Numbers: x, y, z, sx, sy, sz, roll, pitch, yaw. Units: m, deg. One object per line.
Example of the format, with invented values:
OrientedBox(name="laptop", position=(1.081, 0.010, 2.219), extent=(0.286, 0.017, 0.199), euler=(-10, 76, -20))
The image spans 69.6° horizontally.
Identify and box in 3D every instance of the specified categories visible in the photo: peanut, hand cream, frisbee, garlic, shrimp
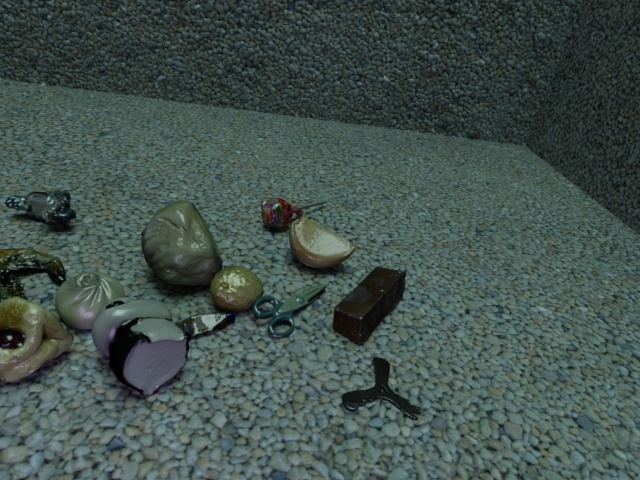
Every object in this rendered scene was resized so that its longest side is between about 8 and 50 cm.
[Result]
OrientedBox(name="peanut", position=(-0.249, 0.142, 1.359), extent=(0.140, 0.109, 0.159), euler=(39, 38, 26))
OrientedBox(name="hand cream", position=(-0.316, 0.230, 1.271), extent=(0.163, 0.039, 0.062), euler=(-12, 54, -29))
OrientedBox(name="frisbee", position=(0.168, 0.396, 1.174), extent=(0.187, 0.012, 0.211), euler=(30, 36, 27))
OrientedBox(name="garlic", position=(0.000, 0.015, 1.594), extent=(0.244, 0.164, 0.145), euler=(21, 16, 6))
OrientedBox(name="shrimp", position=(-0.825, 0.107, 1.290), extent=(0.364, 0.071, 0.233), euler=(29, 30, 36))

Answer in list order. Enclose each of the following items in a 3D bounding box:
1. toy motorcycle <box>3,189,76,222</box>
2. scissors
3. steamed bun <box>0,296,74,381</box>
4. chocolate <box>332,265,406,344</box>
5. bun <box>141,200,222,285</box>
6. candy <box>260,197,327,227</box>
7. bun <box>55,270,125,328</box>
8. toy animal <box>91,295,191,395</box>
OrientedBox(name="toy motorcycle", position=(-0.956, -0.114, 1.569), extent=(0.203, 0.108, 0.239), euler=(-5, 12, -33))
OrientedBox(name="scissors", position=(-0.076, 0.191, 1.395), extent=(0.138, 0.041, 0.289), euler=(45, 38, 19))
OrientedBox(name="steamed bun", position=(-0.685, 0.238, 1.050), extent=(0.140, 0.172, 0.155), euler=(9, 48, 16))
OrientedBox(name="chocolate", position=(0.157, 0.185, 1.433), extent=(0.111, 0.112, 0.321), euler=(17, 32, 28))
OrientedBox(name="bun", position=(-0.431, 0.018, 1.403), extent=(0.204, 0.282, 0.281), euler=(-27, 42, -10))
OrientedBox(name="candy", position=(-0.092, -0.132, 1.865), extent=(0.124, 0.124, 0.365), euler=(31, 30, 29))
OrientedBox(name="bun", position=(-0.615, 0.147, 1.234), extent=(0.172, 0.120, 0.173), euler=(10, 32, -6))
OrientedBox(name="toy animal", position=(-0.440, 0.230, 1.106), extent=(0.187, 0.165, 0.235), euler=(9, 24, -49))
